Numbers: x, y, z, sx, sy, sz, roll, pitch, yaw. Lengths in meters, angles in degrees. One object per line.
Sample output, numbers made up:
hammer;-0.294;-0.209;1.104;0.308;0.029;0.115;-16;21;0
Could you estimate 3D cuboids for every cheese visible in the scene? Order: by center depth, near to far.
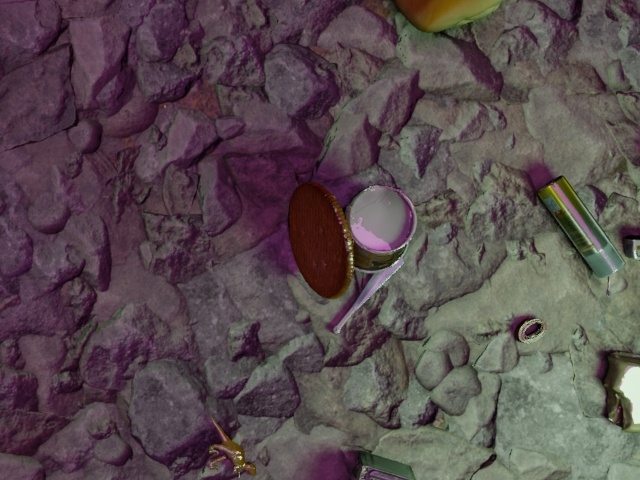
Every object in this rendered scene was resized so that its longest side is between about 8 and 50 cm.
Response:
cheese;0.820;0.398;1.386;0.176;0.091;0.202;13;86;4

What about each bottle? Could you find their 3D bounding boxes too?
bottle;0.690;-0.036;1.423;0.082;0.082;0.286;-33;86;-1

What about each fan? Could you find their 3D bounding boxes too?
fan;0.122;0.140;1.453;0.057;0.023;0.282;42;86;2

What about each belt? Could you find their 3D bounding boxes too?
belt;0.560;0.239;1.429;0.083;0.036;0.059;-32;85;-3

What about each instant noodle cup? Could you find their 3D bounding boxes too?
instant noodle cup;0.140;-0.035;1.361;0.218;0.207;0.217;0;80;-2

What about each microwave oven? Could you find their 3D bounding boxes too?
microwave oven;0.144;0.670;1.361;0.163;0.129;0.204;15;87;3

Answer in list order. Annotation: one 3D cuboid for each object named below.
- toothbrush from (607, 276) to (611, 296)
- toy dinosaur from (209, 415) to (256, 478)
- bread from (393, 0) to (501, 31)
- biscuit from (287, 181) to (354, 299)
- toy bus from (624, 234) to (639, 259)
toothbrush;0.782;0.104;1.449;0.006;0.008;0.096;7;85;-12
toy dinosaur;-0.233;0.549;1.426;0.127;0.039;0.161;2;81;-9
bread;0.340;-0.753;1.399;0.348;0.253;0.375;-25;88;-4
biscuit;0.000;0.000;1.342;0.038;0.305;0.304;-13;85;-28
toy bus;0.905;0.020;1.429;0.172;0.057;0.072;1;95;1
